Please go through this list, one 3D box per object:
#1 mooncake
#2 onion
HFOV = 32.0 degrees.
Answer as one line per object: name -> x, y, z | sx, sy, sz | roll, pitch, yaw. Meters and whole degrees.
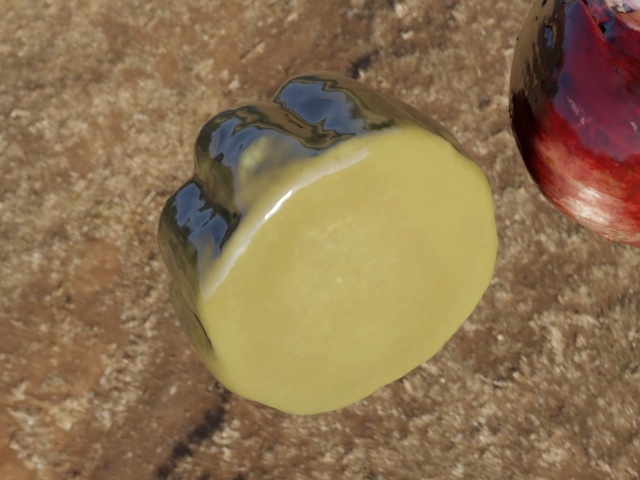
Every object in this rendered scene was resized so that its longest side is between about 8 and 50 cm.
mooncake -> 0.000, 0.000, 1.242 | 0.378, 0.378, 0.201 | -43, 44, 1
onion -> 0.327, -0.137, 1.000 | 0.341, 0.341, 0.341 | -10, 64, 20
